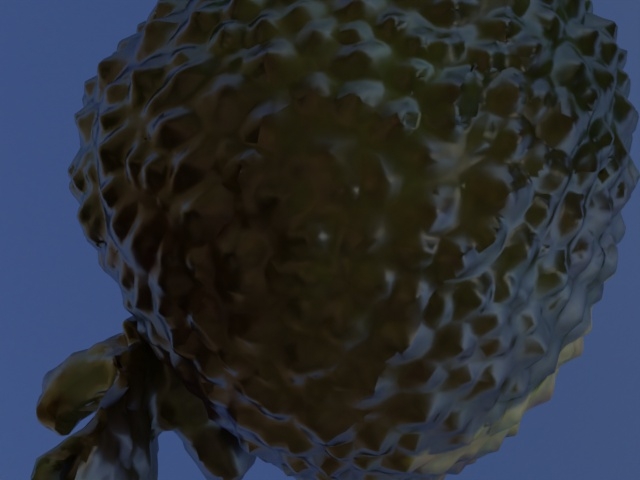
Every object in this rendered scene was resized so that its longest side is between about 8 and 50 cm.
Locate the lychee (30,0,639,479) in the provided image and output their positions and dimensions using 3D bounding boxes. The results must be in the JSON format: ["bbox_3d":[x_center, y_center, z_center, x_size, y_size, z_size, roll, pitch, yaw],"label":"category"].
[{"bbox_3d":[0.008,-0.009,0.599,0.270,0.270,0.320,37,-62,16],"label":"lychee"}]
